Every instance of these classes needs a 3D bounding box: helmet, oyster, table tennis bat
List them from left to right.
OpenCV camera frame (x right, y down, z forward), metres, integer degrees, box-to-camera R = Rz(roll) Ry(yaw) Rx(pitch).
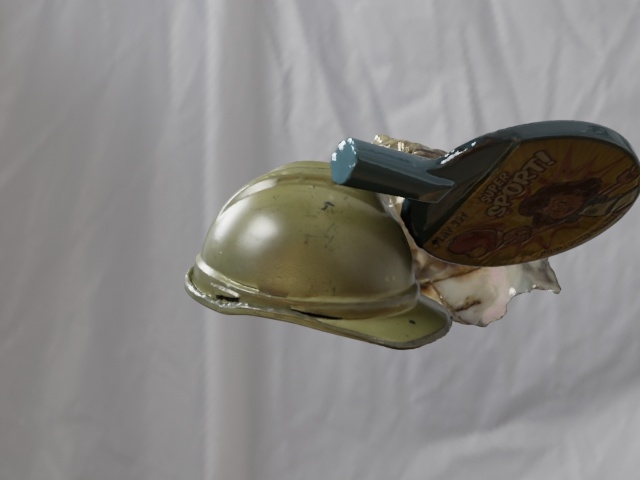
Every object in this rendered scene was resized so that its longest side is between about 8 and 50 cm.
[{"bbox_3d":[0.004,-0.002,1.592,0.258,0.137,0.204,11,17,13],"label":"helmet"},{"bbox_3d":[0.181,-0.015,2.286,0.275,0.271,0.100,-4,7,16],"label":"oyster"},{"bbox_3d":[0.156,-0.047,1.585,0.329,0.215,0.044,9,52,-33],"label":"table tennis bat"}]
